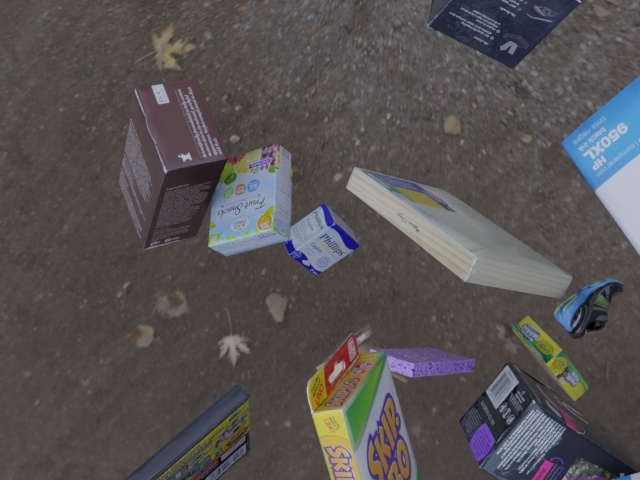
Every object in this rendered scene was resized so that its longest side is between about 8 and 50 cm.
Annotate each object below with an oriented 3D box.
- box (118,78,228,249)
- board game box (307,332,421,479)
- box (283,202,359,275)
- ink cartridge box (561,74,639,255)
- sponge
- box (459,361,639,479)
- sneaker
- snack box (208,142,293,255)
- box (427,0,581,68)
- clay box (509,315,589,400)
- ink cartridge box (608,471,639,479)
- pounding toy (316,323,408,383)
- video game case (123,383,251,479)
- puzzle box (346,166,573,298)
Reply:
[{"bbox_3d":[-0.320,-0.149,1.623,0.143,0.381,0.191,-16,73,-23],"label":"box"},{"bbox_3d":[0.054,0.218,0.672,0.039,0.124,0.259,-15,99,24],"label":"board game box"},{"bbox_3d":[0.000,0.000,1.851,0.137,0.072,0.126,-36,139,12],"label":"box"},{"bbox_3d":[0.531,-0.002,1.000,0.285,0.395,0.166,16,131,-45],"label":"ink cartridge box"},{"bbox_3d":[0.214,0.252,1.614,0.210,0.117,0.031,5,94,-44],"label":"sponge"},{"bbox_3d":[0.390,0.351,1.277,0.270,0.165,0.143,35,101,-10],"label":"box"},{"bbox_3d":[0.505,0.127,1.440,0.067,0.188,0.078,-31,86,52],"label":"sneaker"},{"bbox_3d":[-0.148,-0.086,1.652,0.174,0.207,0.070,-15,153,30],"label":"snack box"},{"bbox_3d":[0.265,-0.357,1.124,0.156,0.093,0.158,22,146,-17],"label":"box"},{"bbox_3d":[0.512,0.258,1.729,0.053,0.127,0.222,-41,131,3],"label":"clay box"},{"bbox_3d":[0.577,0.429,1.103,0.307,0.129,0.223,-24,113,22],"label":"ink cartridge box"},{"bbox_3d":[0.096,0.302,1.784,0.154,0.269,0.155,-36,87,1],"label":"pounding toy"},{"bbox_3d":[-0.230,0.392,1.319,0.035,0.275,0.248,41,151,22],"label":"video game case"},{"bbox_3d":[0.261,-0.021,1.518,0.272,0.409,0.052,10,111,-35],"label":"puzzle box"}]
